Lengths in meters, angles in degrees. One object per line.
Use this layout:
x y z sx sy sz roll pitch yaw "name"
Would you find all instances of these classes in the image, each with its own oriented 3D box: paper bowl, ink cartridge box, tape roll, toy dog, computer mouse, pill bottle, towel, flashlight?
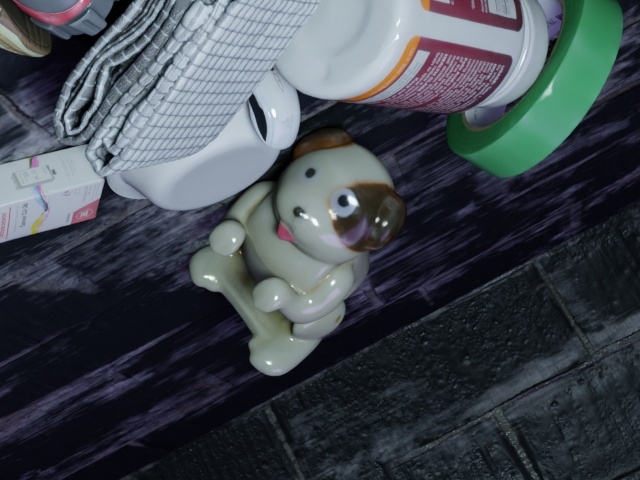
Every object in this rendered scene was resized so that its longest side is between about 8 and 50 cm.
-0.168 -0.147 1.673 0.284 0.148 0.284 -25 163 -9 "paper bowl"
-0.410 -0.058 1.692 0.198 0.067 0.115 -16 158 -25 "ink cartridge box"
0.315 -0.251 1.831 0.077 0.321 0.321 29 134 -18 "tape roll"
0.000 0.000 2.096 0.395 0.284 0.408 -19 158 -25 "toy dog"
-0.065 -0.213 1.562 0.106 0.193 0.042 -22 -174 -37 "computer mouse"
0.126 -0.281 1.597 0.224 0.224 0.392 -39 158 31 "pill bottle"
-0.156 -0.215 1.388 0.283 0.121 0.235 -51 169 19 "towel"
-0.308 -0.286 1.172 0.103 0.103 0.304 -30 162 12 "flashlight"

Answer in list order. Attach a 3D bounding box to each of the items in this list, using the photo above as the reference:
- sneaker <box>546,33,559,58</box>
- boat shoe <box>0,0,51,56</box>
0.430 -0.381 1.987 0.106 0.078 0.234 -26 166 -13 "sneaker"
-0.362 -0.243 1.293 0.072 0.068 0.190 -20 154 16 "boat shoe"
